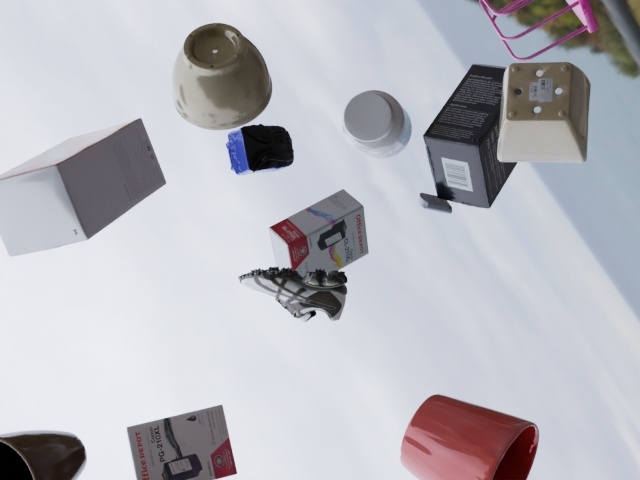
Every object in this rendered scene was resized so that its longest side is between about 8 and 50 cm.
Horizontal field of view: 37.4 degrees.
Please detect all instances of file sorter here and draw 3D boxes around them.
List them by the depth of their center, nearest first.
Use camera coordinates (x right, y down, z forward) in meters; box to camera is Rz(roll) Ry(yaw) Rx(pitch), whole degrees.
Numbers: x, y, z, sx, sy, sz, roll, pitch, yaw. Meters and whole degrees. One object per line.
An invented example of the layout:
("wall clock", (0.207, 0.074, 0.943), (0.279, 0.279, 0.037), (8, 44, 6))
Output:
("file sorter", (0.395, -0.533, 1.880), (0.291, 0.182, 0.202), (51, -165, -44))

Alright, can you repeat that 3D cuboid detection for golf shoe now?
("golf shoe", (-0.051, 0.092, 1.594), (0.077, 0.198, 0.094), (-14, -73, -63))

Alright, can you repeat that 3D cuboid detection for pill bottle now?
("pill bottle", (0.094, -0.199, 1.616), (0.108, 0.108, 0.180), (57, -169, 7))

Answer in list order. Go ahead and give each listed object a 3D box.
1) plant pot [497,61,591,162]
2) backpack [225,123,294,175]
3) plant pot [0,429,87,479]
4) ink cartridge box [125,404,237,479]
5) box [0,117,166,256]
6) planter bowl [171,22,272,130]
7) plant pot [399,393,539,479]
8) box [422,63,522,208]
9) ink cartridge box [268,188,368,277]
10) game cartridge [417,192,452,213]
("plant pot", (0.265, -0.161, 1.138), (0.096, 0.109, 0.109), (41, -126, -67))
("backpack", (-0.120, -0.181, 1.876), (0.120, 0.101, 0.098), (-11, -87, -35))
("plant pot", (-0.618, 0.496, 2.045), (0.215, 0.215, 0.230), (57, -156, 8))
("ink cartridge box", (-0.335, 0.506, 2.269), (0.100, 0.237, 0.172), (123, 134, -73))
("box", (-0.528, -0.121, 2.062), (0.345, 0.214, 0.168), (-51, -55, -60))
("planter bowl", (-0.159, -0.269, 1.479), (0.109, 0.162, 0.162), (88, 158, -58))
("plant pot", (0.334, 0.489, 2.178), (0.243, 0.275, 0.275), (24, 175, 31))
("box", (0.283, -0.185, 1.664), (0.108, 0.207, 0.153), (15, 143, 31))
("ink cartridge box", (0.000, 0.000, 1.799), (0.072, 0.175, 0.128), (42, 151, 42))
("game cartridge", (0.205, -0.068, 1.712), (0.055, 0.017, 0.083), (15, -166, -6))
